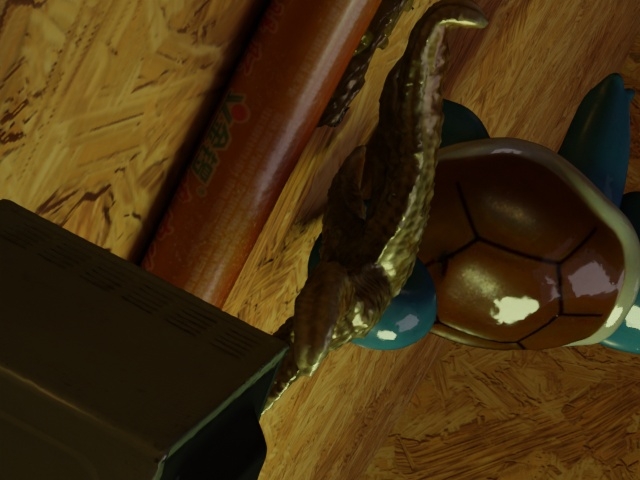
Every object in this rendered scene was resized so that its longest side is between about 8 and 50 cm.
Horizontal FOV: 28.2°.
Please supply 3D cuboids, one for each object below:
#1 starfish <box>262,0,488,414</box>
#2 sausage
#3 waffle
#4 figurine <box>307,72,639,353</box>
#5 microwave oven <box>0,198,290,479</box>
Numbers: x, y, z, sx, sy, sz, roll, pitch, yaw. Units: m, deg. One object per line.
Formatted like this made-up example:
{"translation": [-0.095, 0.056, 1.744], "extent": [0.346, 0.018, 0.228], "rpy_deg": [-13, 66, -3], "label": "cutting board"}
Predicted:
{"translation": [0.007, 0.008, 0.781], "extent": [0.327, 0.094, 0.375], "rpy_deg": [-54, -175, 6], "label": "starfish"}
{"translation": [-0.041, -0.042, 0.688], "extent": [0.348, 0.053, 0.053], "rpy_deg": [-62, 168, 11], "label": "sausage"}
{"translation": [0.037, -0.156, 0.767], "extent": [0.192, 0.046, 0.161], "rpy_deg": [-62, 178, 28], "label": "waffle"}
{"translation": [0.151, -0.009, 1.104], "extent": [0.416, 0.243, 0.298], "rpy_deg": [1, 121, -30], "label": "figurine"}
{"translation": [-0.119, 0.107, 0.463], "extent": [0.205, 0.163, 0.129], "rpy_deg": [-68, 169, 19], "label": "microwave oven"}
